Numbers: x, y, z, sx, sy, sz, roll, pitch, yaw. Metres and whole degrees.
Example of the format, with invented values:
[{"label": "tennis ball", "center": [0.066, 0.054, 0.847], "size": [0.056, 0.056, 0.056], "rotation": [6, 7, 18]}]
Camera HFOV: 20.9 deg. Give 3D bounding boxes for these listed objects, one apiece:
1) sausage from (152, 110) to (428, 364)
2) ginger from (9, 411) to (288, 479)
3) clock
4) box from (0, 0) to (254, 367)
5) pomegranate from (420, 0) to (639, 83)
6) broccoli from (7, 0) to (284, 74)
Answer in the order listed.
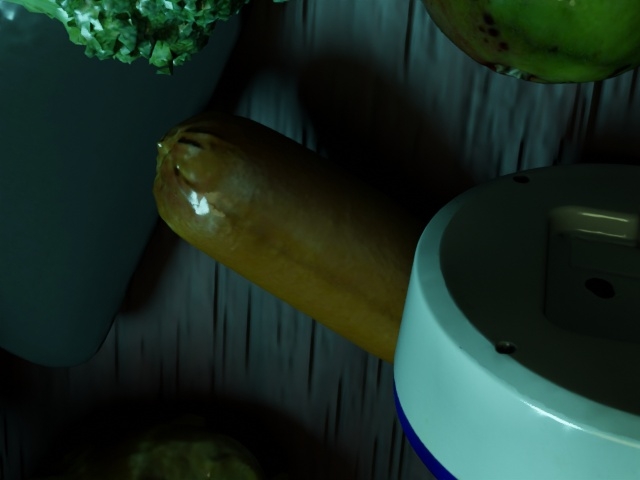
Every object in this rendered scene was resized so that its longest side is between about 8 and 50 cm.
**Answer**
[{"label": "sausage", "center": [0.000, 0.000, 0.854], "size": [0.197, 0.076, 0.076], "rotation": [31, 128, -29]}, {"label": "ginger", "center": [-0.198, 0.225, 0.970], "size": [0.152, 0.358, 0.274], "rotation": [62, 143, 17]}, {"label": "clock", "center": [0.151, 0.049, 0.772], "size": [0.230, 0.230, 0.083], "rotation": [13, 120, 8]}, {"label": "box", "center": [-0.202, -0.093, 0.885], "size": [0.290, 0.073, 0.289], "rotation": [27, 126, -1]}, {"label": "pomegranate", "center": [0.102, -0.128, 0.750], "size": [0.130, 0.130, 0.130], "rotation": [8, 123, 12]}, {"label": "broccoli", "center": [-0.106, -0.185, 0.682], "size": [0.270, 0.270, 0.270], "rotation": [-17, 116, 13]}]
